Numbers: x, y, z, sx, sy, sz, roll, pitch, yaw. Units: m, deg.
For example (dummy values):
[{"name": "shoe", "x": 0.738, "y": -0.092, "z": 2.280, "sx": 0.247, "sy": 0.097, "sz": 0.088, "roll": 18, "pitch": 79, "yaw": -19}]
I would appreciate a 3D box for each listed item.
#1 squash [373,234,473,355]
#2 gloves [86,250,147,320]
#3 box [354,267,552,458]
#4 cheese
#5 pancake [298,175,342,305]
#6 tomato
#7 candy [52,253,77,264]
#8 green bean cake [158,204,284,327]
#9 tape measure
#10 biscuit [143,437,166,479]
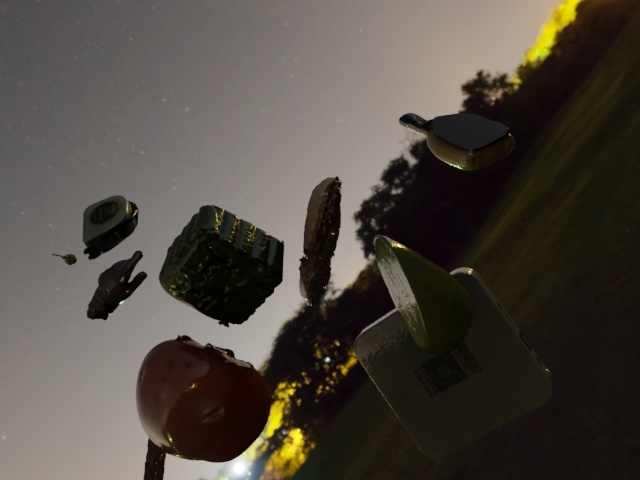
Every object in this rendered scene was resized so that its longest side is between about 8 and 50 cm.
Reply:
[{"name": "squash", "x": 0.177, "y": 0.118, "z": 1.202, "sx": 0.260, "sy": 0.189, "sz": 0.189, "roll": 26, "pitch": -71, "yaw": -32}, {"name": "gloves", "x": -0.700, "y": 0.157, "z": 1.981, "sx": 0.285, "sy": 0.142, "sz": 0.119, "roll": -59, "pitch": -7, "yaw": -12}, {"name": "box", "x": 0.318, "y": 0.300, "z": 1.402, "sx": 0.373, "sy": 0.367, "sz": 0.090, "roll": -36, "pitch": -5, "yaw": 18}, {"name": "cheese", "x": 0.157, "y": -0.134, "z": 0.720, "sx": 0.086, "sy": 0.162, "sz": 0.036, "roll": -27, "pitch": -51, "yaw": -21}, {"name": "pancake", "x": 0.001, "y": 0.001, "z": 1.594, "sx": 0.382, "sy": 0.071, "sz": 0.382, "roll": 10, "pitch": -90, "yaw": -82}, {"name": "tomato", "x": -0.294, "y": 0.399, "z": 1.406, "sx": 0.341, "sy": 0.341, "sz": 0.272, "roll": 95, "pitch": -167, "yaw": -69}, {"name": "candy", "x": -0.798, "y": 0.053, "z": 1.777, "sx": 0.035, "sy": 0.035, "sz": 0.123, "roll": -31, "pitch": -11, "yaw": -2}, {"name": "green bean cake", "x": -0.241, "y": 0.066, "z": 1.399, "sx": 0.247, "sy": 0.250, "sz": 0.156, "roll": -46, "pitch": 26, "yaw": 32}, {"name": "tape measure", "x": -0.790, "y": -0.054, "z": 2.171, "sx": 0.207, "sy": 0.235, "sz": 0.115, "roll": -21, "pitch": -44, "yaw": -1}, {"name": "biscuit", "x": -0.431, "y": 0.577, "z": 1.494, "sx": 0.034, "sy": 0.199, "sz": 0.064, "roll": -12, "pitch": -45, "yaw": 8}]
